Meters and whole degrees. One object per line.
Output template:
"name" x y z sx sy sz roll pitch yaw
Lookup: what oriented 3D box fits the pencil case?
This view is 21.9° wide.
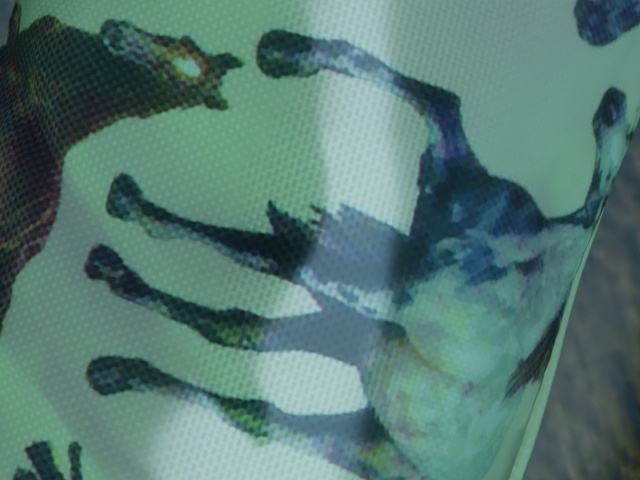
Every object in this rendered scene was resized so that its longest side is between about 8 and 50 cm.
"pencil case" 0.000 0.000 0.423 0.183 0.160 0.410 15 87 16
